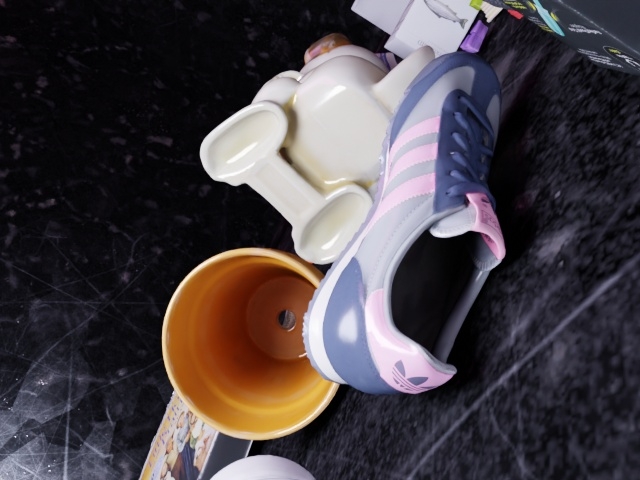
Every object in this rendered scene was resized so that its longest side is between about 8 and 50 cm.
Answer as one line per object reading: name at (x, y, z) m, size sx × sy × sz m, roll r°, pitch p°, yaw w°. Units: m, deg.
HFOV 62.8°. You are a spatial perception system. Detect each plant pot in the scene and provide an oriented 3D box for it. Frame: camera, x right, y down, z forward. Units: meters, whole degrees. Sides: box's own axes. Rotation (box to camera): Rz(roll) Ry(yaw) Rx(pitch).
plant pot at (-0.058, 0.109, 0.648) m, size 0.205 × 0.205 × 0.188 m, roll -61°, pitch -8°, yaw 6°

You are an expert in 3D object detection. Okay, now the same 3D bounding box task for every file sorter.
file sorter at (0.236, -0.650, 1.257) m, size 0.173 × 0.192 × 0.278 m, roll -63°, pitch 8°, yaw -26°

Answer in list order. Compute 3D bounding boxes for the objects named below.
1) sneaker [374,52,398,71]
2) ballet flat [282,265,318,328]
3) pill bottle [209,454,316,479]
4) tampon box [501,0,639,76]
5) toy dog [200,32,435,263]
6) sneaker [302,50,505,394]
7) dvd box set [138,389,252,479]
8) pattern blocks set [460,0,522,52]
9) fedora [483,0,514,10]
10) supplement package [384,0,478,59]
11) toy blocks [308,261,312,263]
sneaker at (0.128, -0.342, 1.290) m, size 0.296 × 0.130 × 0.112 m, roll 83°, pitch 175°, yaw -72°
ballet flat at (-0.029, 0.128, 0.845) m, size 0.250 × 0.058 × 0.084 m, roll -65°, pitch -29°, yaw -55°
pill bottle at (-0.022, 0.200, 0.264) m, size 0.131 × 0.131 × 0.229 m, roll -63°, pitch 8°, yaw -7°
tampon box at (0.155, -0.178, 0.298) m, size 0.102 × 0.160 × 0.120 m, roll -58°, pitch 10°, yaw 23°
toy dog at (0.019, -0.234, 0.943) m, size 0.395 × 0.284 × 0.408 m, roll -50°, pitch 12°, yaw 29°
sneaker at (0.104, -0.028, 0.414) m, size 0.131 × 0.112 × 0.319 m, roll -8°, pitch 55°, yaw 59°
dvd box set at (-0.225, 0.361, 0.927) m, size 0.420 × 0.062 × 0.308 m, roll -7°, pitch 60°, yaw 69°
pattern blocks set at (0.283, -0.398, 0.699) m, size 0.325 × 0.026 × 0.285 m, roll -62°, pitch 8°, yaw -2°
fedora at (0.217, -0.356, 0.396) m, size 0.152 × 0.334 × 0.334 m, roll -27°, pitch -13°, yaw -33°
supplement package at (0.204, -0.392, 0.895) m, size 0.180 × 0.105 × 0.105 m, roll -61°, pitch 8°, yaw 7°
toy blocks at (0.000, 0.000, 1.058) m, size 0.148 × 0.054 × 0.123 m, roll -54°, pitch 11°, yaw 43°
